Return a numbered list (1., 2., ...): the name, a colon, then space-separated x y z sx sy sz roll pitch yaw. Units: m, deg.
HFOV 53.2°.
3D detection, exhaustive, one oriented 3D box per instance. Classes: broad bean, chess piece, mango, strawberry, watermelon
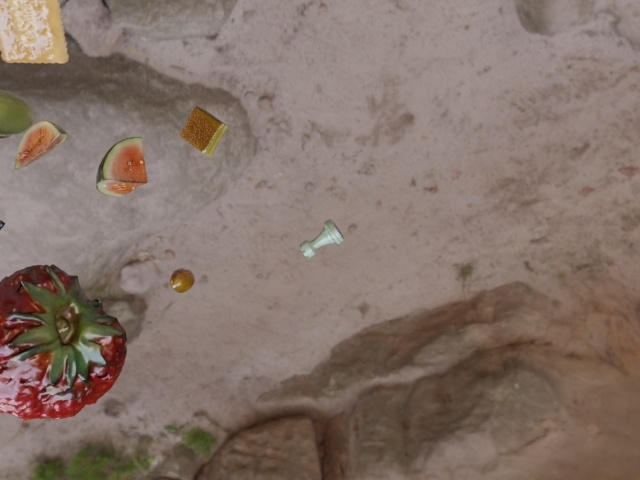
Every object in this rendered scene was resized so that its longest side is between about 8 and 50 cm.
1. broad bean: -0.885 -0.335 1.697 0.238 0.291 0.119 -1 95 -10
2. chess piece: 0.000 0.000 1.563 0.103 0.067 0.067 -33 131 5
3. mango: -0.416 0.122 1.922 0.063 0.077 0.127 19 178 5
4. strawberry: -0.465 0.181 1.035 0.288 0.238 0.250 -27 98 38
5. watermelon: -0.569 -0.191 1.795 0.145 0.193 0.137 -17 121 42
6. watermelon: -0.669 -0.241 1.519 0.163 0.087 0.069 -31 103 18

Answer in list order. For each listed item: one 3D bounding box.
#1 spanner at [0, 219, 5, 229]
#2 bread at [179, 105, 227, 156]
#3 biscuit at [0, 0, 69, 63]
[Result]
1. spanner: -0.866 0.009 1.642 0.208 0.012 0.046 -39 141 28
2. bread: -0.283 -0.265 1.542 0.090 0.094 0.035 -57 157 8
3. biscuit: -0.692 -0.529 1.505 0.160 0.030 0.249 -3 137 -14
